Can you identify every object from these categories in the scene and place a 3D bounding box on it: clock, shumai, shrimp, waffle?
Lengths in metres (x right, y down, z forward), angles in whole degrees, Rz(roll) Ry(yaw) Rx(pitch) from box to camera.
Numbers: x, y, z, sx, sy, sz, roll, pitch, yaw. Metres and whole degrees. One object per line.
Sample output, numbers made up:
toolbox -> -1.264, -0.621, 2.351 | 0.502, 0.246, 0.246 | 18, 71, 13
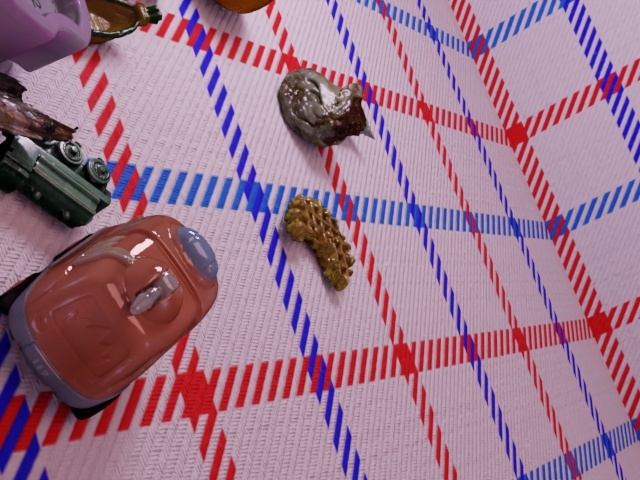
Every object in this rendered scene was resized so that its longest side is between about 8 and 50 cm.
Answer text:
clock -> -0.429, -0.382, 1.255 | 0.338, 0.102, 0.339 | -23, 90, -78
shumai -> 0.013, -0.282, 2.004 | 0.184, 0.141, 0.184 | 42, 34, -39
shrimp -> -0.411, -0.181, 1.228 | 0.223, 0.047, 0.126 | 22, 33, -18
waffle -> -0.003, 0.001, 1.820 | 0.194, 0.051, 0.149 | 56, 28, -22

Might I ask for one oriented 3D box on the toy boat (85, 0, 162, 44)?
toy boat -> -0.345, -0.354, 1.514 | 0.229, 0.088, 0.089 | -1, 66, -59

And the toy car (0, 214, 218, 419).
toy car -> -0.232, 0.071, 1.191 | 0.181, 0.212, 0.270 | 57, 28, -9

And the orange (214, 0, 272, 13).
orange -> -0.153, -0.576, 1.906 | 0.183, 0.249, 0.249 | 0, 65, -41

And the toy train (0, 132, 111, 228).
toy train -> -0.350, -0.083, 1.286 | 0.170, 0.071, 0.111 | 40, 40, -31

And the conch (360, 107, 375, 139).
conch -> 0.053, -0.272, 2.145 | 0.180, 0.065, 0.088 | 36, 35, -18
